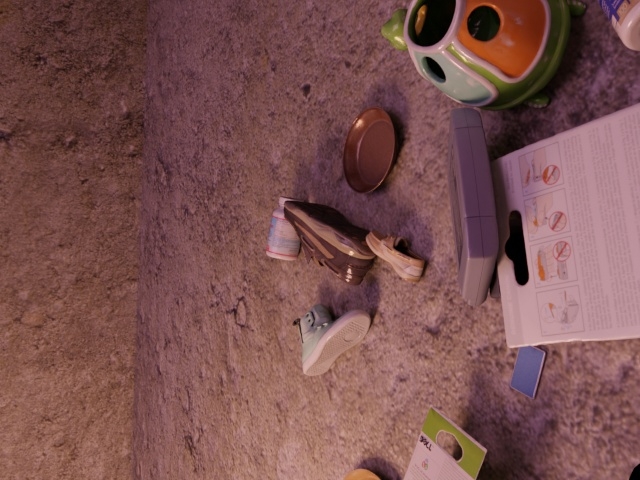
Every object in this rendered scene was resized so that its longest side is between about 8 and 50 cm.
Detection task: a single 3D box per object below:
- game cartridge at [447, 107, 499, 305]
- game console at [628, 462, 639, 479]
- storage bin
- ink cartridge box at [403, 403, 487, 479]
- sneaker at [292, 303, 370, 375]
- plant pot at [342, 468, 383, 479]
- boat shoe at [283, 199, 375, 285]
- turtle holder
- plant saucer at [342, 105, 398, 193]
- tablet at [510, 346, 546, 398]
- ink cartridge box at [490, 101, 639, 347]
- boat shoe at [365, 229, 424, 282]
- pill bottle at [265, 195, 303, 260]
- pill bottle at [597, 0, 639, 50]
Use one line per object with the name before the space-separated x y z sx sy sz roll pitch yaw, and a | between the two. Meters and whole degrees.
game cartridge | 0.252 -0.065 1.120 0.198 0.062 0.297 84 -174 -60
game console | 0.524 0.377 0.752 0.213 0.043 0.361 -60 39 33
storage bin | 0.324 0.039 1.102 0.091 0.098 0.135 117 154 -80
ink cartridge box | 0.227 0.443 1.144 0.189 0.097 0.255 28 100 68
sneaker | 0.017 0.192 1.556 0.256 0.094 0.151 -50 42 41
plant pot | 0.105 0.602 1.400 0.236 0.032 0.237 -17 69 56
boat shoe | 0.000 0.000 1.581 0.355 0.132 0.130 38 116 55
turtle holder | 0.256 -0.367 1.137 0.243 0.227 0.320 -61 39 34
plant saucer | 0.118 -0.202 1.513 0.198 0.036 0.199 -17 69 56
tablet | 0.344 0.214 1.106 0.054 0.006 0.083 25 107 57
ink cartridge box | 0.420 -0.017 0.924 0.385 0.091 0.308 -20 69 52
boat shoe | 0.160 0.019 1.390 0.170 0.063 0.059 44 120 41
pill bottle | -0.090 -0.033 1.772 0.087 0.087 0.160 20 101 58
pill bottle | 0.444 -0.373 0.945 0.112 0.112 0.187 -48 47 44
